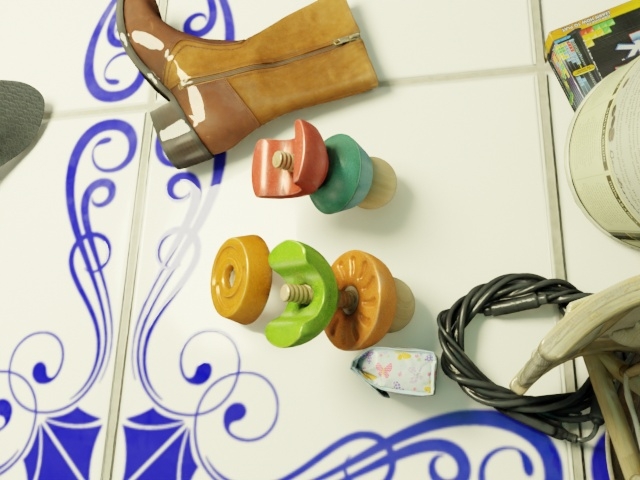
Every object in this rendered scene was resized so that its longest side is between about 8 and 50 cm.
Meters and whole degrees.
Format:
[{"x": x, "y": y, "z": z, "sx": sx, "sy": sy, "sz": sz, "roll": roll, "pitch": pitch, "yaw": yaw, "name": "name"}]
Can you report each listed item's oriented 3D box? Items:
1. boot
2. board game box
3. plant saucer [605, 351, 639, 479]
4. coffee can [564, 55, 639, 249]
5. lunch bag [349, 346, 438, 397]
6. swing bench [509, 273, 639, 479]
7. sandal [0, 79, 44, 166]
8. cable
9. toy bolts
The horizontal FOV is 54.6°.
[{"x": -0.098, "y": -0.255, "z": 0.777, "sx": 0.280, "sy": 0.096, "sz": 0.264, "roll": -24, "pitch": 69, "yaw": 4, "name": "boot"}, {"x": 0.354, "y": -0.191, "z": 0.675, "sx": 0.170, "sy": 0.048, "sz": 0.141, "roll": -21, "pitch": 68, "yaw": 6, "name": "board game box"}, {"x": 0.411, "y": 0.193, "z": 0.539, "sx": 0.310, "sy": 0.050, "sz": 0.311, "roll": -4, "pitch": 73, "yaw": 12, "name": "plant saucer"}, {"x": 0.334, "y": -0.083, "z": 0.496, "sx": 0.201, "sy": 0.275, "sz": 0.202, "roll": 0, "pitch": 92, "yaw": 6, "name": "coffee can"}, {"x": 0.075, "y": 0.133, "z": 0.625, "sx": 0.083, "sy": 0.071, "sz": 0.053, "roll": 5, "pitch": 78, "yaw": 13, "name": "lunch bag"}, {"x": 0.274, "y": 0.145, "z": 0.426, "sx": 0.165, "sy": 0.253, "sz": 0.255, "roll": -33, "pitch": 69, "yaw": 1, "name": "swing bench"}, {"x": -0.475, "y": -0.115, "z": 0.828, "sx": 0.054, "sy": 0.097, "sz": 0.255, "roll": 29, "pitch": 79, "yaw": 47, "name": "sandal"}, {"x": 0.206, "y": 0.102, "z": 0.617, "sx": 0.184, "sy": 0.047, "sz": 0.151, "roll": 24, "pitch": 79, "yaw": 20, "name": "cable"}, {"x": 0.000, "y": 0.000, "z": 0.680, "sx": 0.218, "sy": 0.158, "sz": 0.229, "roll": -5, "pitch": 78, "yaw": 54, "name": "toy bolts"}]
